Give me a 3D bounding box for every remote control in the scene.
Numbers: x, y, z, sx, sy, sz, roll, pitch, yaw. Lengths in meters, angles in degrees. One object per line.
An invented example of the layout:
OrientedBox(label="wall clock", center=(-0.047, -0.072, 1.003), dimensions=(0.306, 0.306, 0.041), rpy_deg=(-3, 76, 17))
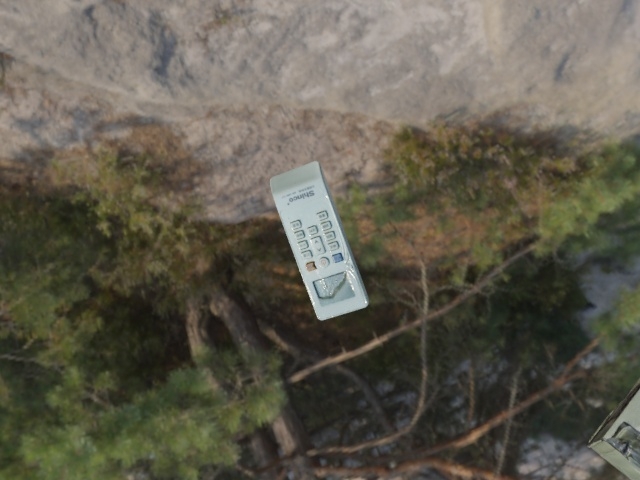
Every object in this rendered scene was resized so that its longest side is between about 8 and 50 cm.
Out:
OrientedBox(label="remote control", center=(0.000, 0.000, 0.860), dimensions=(0.061, 0.162, 0.029), rpy_deg=(-18, -176, 21))

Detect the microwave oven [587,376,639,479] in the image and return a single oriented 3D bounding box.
OrientedBox(label="microwave oven", center=(0.277, 0.081, 0.462), dimensions=(0.208, 0.162, 0.122), rpy_deg=(-51, 159, -3))
